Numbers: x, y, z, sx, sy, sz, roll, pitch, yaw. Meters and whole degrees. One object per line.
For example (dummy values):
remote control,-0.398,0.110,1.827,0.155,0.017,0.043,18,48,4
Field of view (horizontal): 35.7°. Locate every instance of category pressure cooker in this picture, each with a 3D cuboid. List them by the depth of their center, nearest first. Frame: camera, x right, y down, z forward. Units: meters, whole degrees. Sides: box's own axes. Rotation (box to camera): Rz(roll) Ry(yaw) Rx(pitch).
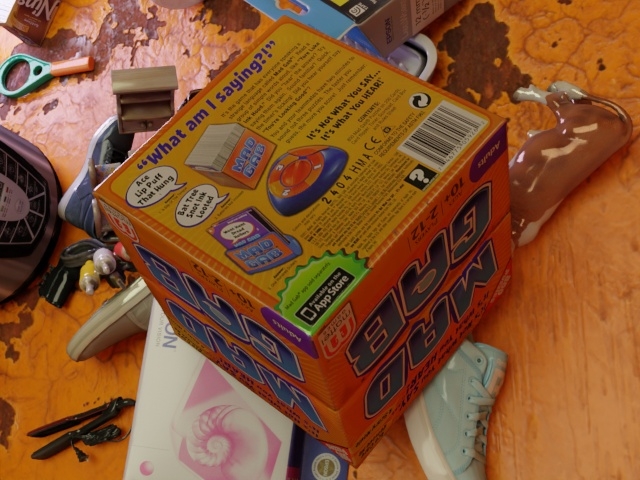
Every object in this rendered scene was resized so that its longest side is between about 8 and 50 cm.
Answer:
pressure cooker,-0.711,-0.078,1.743,0.375,0.420,0.370,-43,60,6

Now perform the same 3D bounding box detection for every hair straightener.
hair straightener,-0.391,0.332,1.687,0.230,0.047,0.089,-21,66,12

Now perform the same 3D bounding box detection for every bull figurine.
bull figurine,0.310,-0.105,1.479,0.310,0.101,0.188,-41,60,8

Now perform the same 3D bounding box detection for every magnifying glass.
magnifying glass,-0.552,-0.337,1.984,0.231,0.026,0.092,-5,71,24

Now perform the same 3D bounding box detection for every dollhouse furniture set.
dollhouse furniture set,-0.282,-0.146,1.665,0.212,0.161,0.242,-7,72,-12

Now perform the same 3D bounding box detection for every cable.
cable,-0.361,0.015,1.652,0.139,0.072,0.287,-39,29,-13

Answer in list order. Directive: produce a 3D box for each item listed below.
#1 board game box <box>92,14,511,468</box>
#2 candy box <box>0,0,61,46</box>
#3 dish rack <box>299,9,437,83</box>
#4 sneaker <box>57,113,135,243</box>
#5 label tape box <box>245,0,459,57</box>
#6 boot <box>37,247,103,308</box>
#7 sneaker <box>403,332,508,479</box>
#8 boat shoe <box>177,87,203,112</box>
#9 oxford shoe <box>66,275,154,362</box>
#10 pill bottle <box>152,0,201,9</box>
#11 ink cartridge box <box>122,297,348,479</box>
board game box,0.000,0.000,1.300,0.356,0.356,0.356,32,67,29
candy box,-0.574,-0.497,1.996,0.053,0.109,0.186,20,83,28
dish rack,0.020,-0.227,1.665,0.285,0.072,0.333,33,88,30
sneaker,-0.361,-0.103,1.777,0.163,0.086,0.226,31,96,38
label tape box,0.053,-0.417,1.614,0.348,0.115,0.249,-40,58,-19
boot,-0.451,0.077,1.790,0.121,0.045,0.099,27,83,36
sneaker,0.200,0.215,1.405,0.150,0.135,0.366,-23,66,19
boat shoe,-0.208,-0.241,1.742,0.178,0.060,0.064,7,66,57
oxford shoe,-0.234,0.084,1.642,0.449,0.169,0.130,-35,99,12
pill bottle,-0.308,-0.593,1.876,0.169,0.169,0.301,-36,63,10
ink cartridge box,-0.108,0.231,1.496,0.330,0.071,0.324,7,77,1
